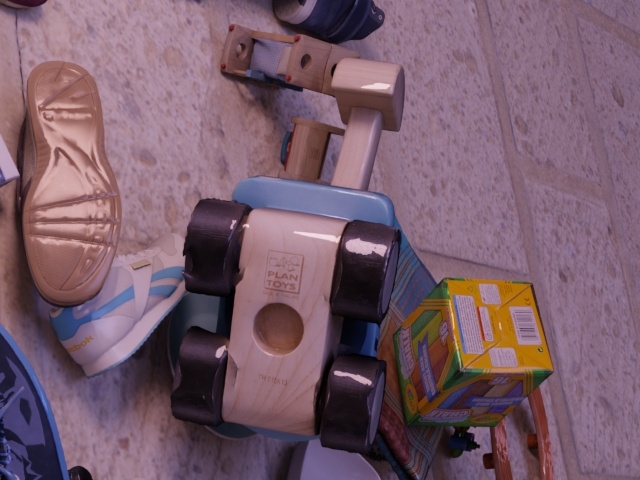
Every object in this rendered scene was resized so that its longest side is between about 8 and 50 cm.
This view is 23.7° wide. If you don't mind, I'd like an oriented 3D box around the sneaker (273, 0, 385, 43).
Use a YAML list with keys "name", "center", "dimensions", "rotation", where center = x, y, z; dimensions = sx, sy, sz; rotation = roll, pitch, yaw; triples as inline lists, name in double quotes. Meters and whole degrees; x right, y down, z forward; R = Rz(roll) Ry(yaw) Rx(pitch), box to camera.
- name: "sneaker"
  center: [0.040, -0.390, 2.171]
  dimensions: [0.163, 0.086, 0.226]
  rotation: [22, 95, -45]

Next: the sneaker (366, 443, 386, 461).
- name: "sneaker"
  center: [0.047, 0.226, 1.942]
  dimensions: [0.135, 0.052, 0.058]
  rotation: [48, 26, -32]

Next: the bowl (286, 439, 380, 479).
- name: "bowl"
  center: [0.006, 0.311, 1.826]
  dimensions: [0.142, 0.053, 0.142]
  rotation: [45, 40, -31]

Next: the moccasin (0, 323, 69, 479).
- name: "moccasin"
  center: [-0.301, 0.220, 1.388]
  dimensions: [0.117, 0.137, 0.342]
  rotation: [-22, 89, -51]

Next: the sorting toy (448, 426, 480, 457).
- name: "sorting toy"
  center: [0.204, 0.264, 2.089]
  dimensions: [0.061, 0.042, 0.102]
  rotation: [-64, 158, -45]

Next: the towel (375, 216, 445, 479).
- name: "towel"
  center: [0.103, 0.130, 2.025]
  dimensions: [0.271, 0.040, 0.370]
  rotation: [57, 27, -15]

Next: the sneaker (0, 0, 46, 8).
- name: "sneaker"
  center: [-0.354, -0.326, 1.665]
  dimensions: [0.185, 0.084, 0.070]
  rotation: [37, 45, -37]

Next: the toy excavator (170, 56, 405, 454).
- name: "toy excavator"
  center: [0.000, 0.000, 1.785]
  dimensions: [0.445, 0.222, 0.433]
  rotation: [-29, 127, -79]

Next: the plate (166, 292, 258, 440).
- name: "plate"
  center: [-0.119, 0.144, 1.776]
  dimensions: [0.188, 0.024, 0.188]
  rotation: [31, 48, -41]

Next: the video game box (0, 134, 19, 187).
- name: "video game box"
  center: [-0.413, -0.117, 1.503]
  dimensions: [0.205, 0.048, 0.187]
  rotation: [-30, 94, -56]

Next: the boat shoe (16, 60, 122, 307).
- name: "boat shoe"
  center: [-0.271, -0.052, 1.610]
  dimensions: [0.102, 0.092, 0.285]
  rotation: [-2, 63, -17]

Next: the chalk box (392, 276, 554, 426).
- name: "chalk box"
  center: [0.177, 0.154, 1.917]
  dimensions: [0.132, 0.213, 0.132]
  rotation: [4, 58, -23]

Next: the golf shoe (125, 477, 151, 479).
- name: "golf shoe"
  center: [-0.119, 0.341, 1.611]
  dimensions: [0.306, 0.115, 0.140]
  rotation: [51, 22, -26]

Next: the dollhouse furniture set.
- name: "dollhouse furniture set"
  center: [-0.053, -0.175, 1.990]
  dimensions: [0.129, 0.129, 0.184]
  rotation: [10, 93, -51]

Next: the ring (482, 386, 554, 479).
- name: "ring"
  center: [0.279, 0.296, 2.154]
  dimensions: [0.336, 0.032, 0.337]
  rotation: [-10, 90, -71]

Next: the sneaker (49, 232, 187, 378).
- name: "sneaker"
  center: [-0.209, 0.048, 1.653]
  dimensions: [0.092, 0.087, 0.229]
  rotation: [54, 34, -15]

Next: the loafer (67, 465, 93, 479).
- name: "loafer"
  center: [-0.237, 0.310, 1.494]
  dimensions: [0.062, 0.061, 0.170]
  rotation: [44, 28, -77]
